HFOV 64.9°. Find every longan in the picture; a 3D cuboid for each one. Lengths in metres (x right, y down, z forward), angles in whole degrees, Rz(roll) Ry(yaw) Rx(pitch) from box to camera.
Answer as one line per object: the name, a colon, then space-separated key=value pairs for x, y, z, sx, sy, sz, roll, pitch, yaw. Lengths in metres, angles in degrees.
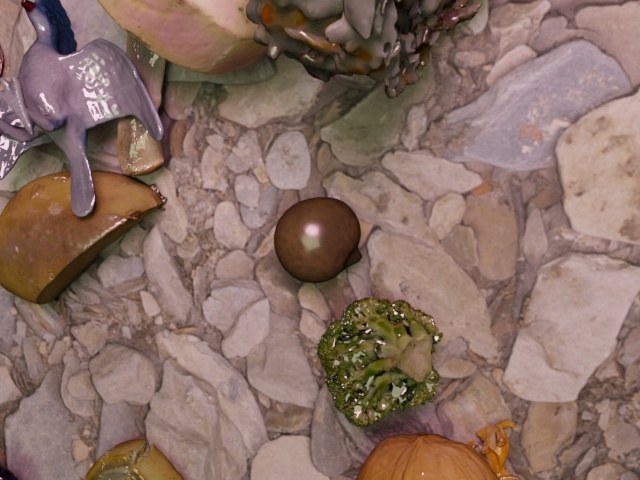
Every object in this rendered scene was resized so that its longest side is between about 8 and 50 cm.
longan: x=0.000 y=0.000 z=0.608 sx=0.113 sy=0.092 sz=0.113 roll=-1 pitch=93 yaw=-17

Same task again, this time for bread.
bread: x=-0.258 y=0.362 z=0.716 sx=0.156 sy=0.064 sz=0.117 roll=44 pitch=103 yaw=-1

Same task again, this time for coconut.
coconut: x=-0.132 y=-0.281 z=0.508 sx=0.237 sy=0.197 sz=0.237 roll=22 pitch=142 yaw=19

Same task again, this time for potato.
potato: x=-0.337 y=-0.022 z=0.644 sx=0.243 sy=0.098 sz=0.138 roll=-39 pitch=92 yaw=11

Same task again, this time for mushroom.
mushroom: x=-0.220 y=-0.181 z=0.627 sx=0.059 sy=0.054 sz=0.202 roll=5 pitch=95 yaw=1

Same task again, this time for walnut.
walnut: x=0.133 y=0.346 z=0.606 sx=0.193 sy=0.193 sz=0.225 roll=-2 pitch=101 yaw=7

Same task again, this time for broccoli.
broccoli: x=0.077 y=0.139 z=0.608 sx=0.162 sy=0.138 sz=0.145 roll=-18 pitch=90 yaw=-30

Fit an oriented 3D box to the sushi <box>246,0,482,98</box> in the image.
sushi: x=0.049 y=-0.317 z=0.394 sx=0.176 sy=0.417 sz=0.417 roll=11 pitch=102 yaw=22

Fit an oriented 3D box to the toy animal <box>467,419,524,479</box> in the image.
toy animal: x=0.236 y=0.286 z=0.654 sx=0.081 sy=0.060 sz=0.083 roll=-37 pitch=95 yaw=-25

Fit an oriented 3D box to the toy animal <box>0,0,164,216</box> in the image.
toy animal: x=-0.298 y=-0.162 z=0.586 sx=0.239 sy=0.176 sz=0.255 roll=-8 pitch=110 yaw=19

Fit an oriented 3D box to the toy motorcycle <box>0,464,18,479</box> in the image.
toy motorcycle: x=-0.580 y=0.404 z=0.748 sx=0.307 sy=0.108 sz=0.173 roll=-3 pitch=108 yaw=6

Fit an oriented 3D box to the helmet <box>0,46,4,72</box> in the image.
helmet: x=-0.542 y=-0.270 z=0.600 sx=0.198 sy=0.154 sz=0.253 roll=-37 pitch=89 yaw=11
